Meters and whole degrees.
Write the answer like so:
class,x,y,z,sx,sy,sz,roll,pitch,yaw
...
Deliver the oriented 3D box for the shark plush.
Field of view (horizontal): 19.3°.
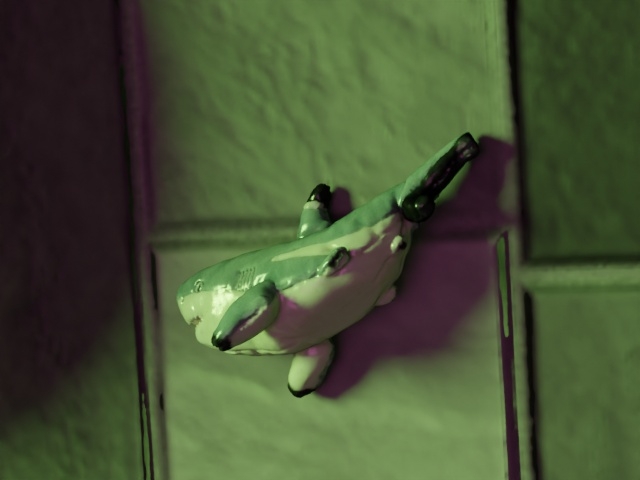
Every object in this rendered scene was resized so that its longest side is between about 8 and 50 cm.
class,x,y,z,sx,sy,sz,roll,pitch,yaw
shark plush,0.000,0.000,0.861,0.161,0.073,0.067,-46,46,24
